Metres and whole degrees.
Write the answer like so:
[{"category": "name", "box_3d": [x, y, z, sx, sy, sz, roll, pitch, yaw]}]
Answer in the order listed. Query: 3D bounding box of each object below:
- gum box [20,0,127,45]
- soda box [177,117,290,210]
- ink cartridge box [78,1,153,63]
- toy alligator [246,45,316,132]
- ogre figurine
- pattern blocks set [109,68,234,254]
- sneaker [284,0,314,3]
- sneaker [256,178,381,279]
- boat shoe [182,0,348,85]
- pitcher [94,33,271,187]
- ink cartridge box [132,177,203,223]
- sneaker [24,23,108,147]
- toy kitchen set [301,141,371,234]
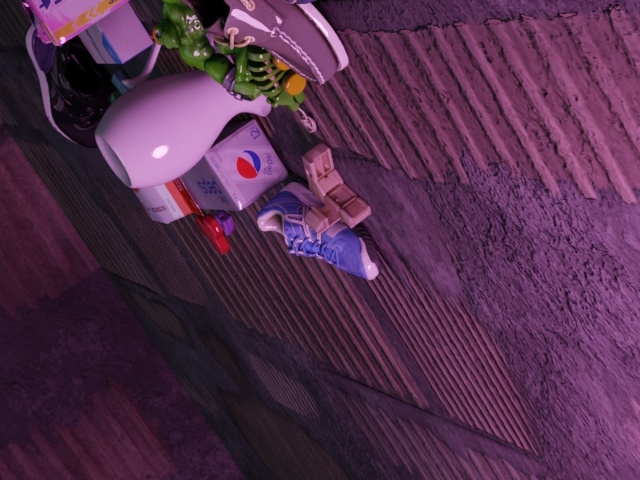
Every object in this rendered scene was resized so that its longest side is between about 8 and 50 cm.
[{"category": "gum box", "box_3d": [-0.296, -0.336, 1.861, 0.062, 0.188, 0.107, 23, 146, 61]}, {"category": "soda box", "box_3d": [-0.147, -0.107, 2.111, 0.098, 0.091, 0.286, 58, 164, -13]}, {"category": "ink cartridge box", "box_3d": [-0.325, -0.321, 2.215, 0.104, 0.060, 0.180, 58, 164, -18]}, {"category": "toy alligator", "box_3d": [-0.051, -0.183, 1.744, 0.056, 0.051, 0.189, 39, 160, 41]}, {"category": "ogre figurine", "box_3d": [-0.136, -0.258, 1.769, 0.118, 0.096, 0.197, 18, 161, 35]}, {"category": "pattern blocks set", "box_3d": [-0.253, -0.132, 2.487, 0.325, 0.026, 0.285, 51, 164, 9]}, {"category": "sneaker", "box_3d": [0.003, -0.277, 1.297, 0.226, 0.086, 0.163, 47, 156, 55]}, {"category": "sneaker", "box_3d": [0.000, 0.000, 1.935, 0.211, 0.081, 0.080, 35, 149, 43]}, {"category": "boat shoe", "box_3d": [-0.098, -0.255, 1.540, 0.305, 0.091, 0.109, 41, 165, -26]}, {"category": "pitcher", "box_3d": [-0.193, -0.179, 1.880, 0.177, 0.207, 0.125, 57, 164, -8]}, {"category": "ink cartridge box", "box_3d": [-0.248, -0.090, 2.193, 0.145, 0.045, 0.179, 59, 167, -16]}, {"category": "sneaker", "box_3d": [-0.415, -0.248, 2.551, 0.124, 0.107, 0.283, 37, 158, 39]}, {"category": "toy kitchen set", "box_3d": [0.007, -0.058, 1.823, 0.083, 0.068, 0.075, 43, 162, 31]}]
